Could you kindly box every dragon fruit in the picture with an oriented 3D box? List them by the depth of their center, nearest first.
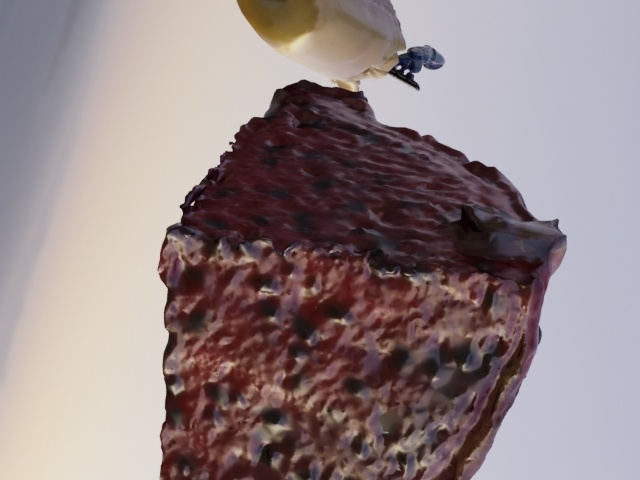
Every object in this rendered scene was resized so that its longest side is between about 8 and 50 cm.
[{"bbox_3d":[0.000,0.000,1.028,0.302,0.240,0.330,-22,-139,17],"label":"dragon fruit"}]

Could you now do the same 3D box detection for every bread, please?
[{"bbox_3d":[-0.007,-0.190,1.305,0.173,0.085,0.134,20,52,-63],"label":"bread"}]

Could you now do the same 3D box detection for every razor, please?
[{"bbox_3d":[0.092,-0.162,1.519,0.028,0.044,0.154,-62,170,17],"label":"razor"}]
